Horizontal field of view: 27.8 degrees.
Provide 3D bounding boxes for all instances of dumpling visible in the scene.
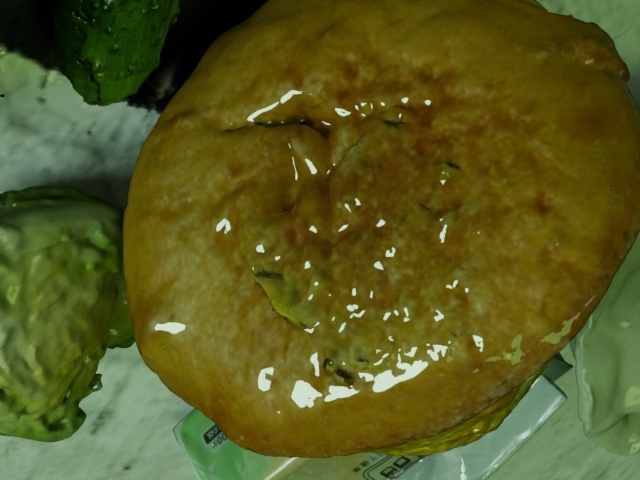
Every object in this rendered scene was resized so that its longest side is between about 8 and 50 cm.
[{"bbox_3d":[0.223,0.022,0.864,0.193,0.147,0.258,-1,104,-57],"label":"dumpling"}]

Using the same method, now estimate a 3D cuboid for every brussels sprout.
[{"bbox_3d":[-0.151,0.029,0.680,0.139,0.100,0.181,-42,142,-3],"label":"brussels sprout"}]

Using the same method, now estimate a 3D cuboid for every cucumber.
[{"bbox_3d":[-0.083,-0.139,0.559,0.069,0.069,0.227,-10,142,-26],"label":"cucumber"}]

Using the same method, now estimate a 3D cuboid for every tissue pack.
[{"bbox_3d":[0.046,0.126,0.885,0.229,0.145,0.159,-42,142,14],"label":"tissue pack"}]

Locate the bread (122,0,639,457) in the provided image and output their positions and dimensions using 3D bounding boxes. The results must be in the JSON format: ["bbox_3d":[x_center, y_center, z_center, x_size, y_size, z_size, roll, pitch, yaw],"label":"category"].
[{"bbox_3d":[0.030,-0.016,0.642,0.268,0.268,0.146,-37,155,7],"label":"bread"}]

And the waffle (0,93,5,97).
[{"bbox_3d":[-0.227,-0.086,0.406,0.213,0.091,0.308,-24,168,-13],"label":"waffle"}]
